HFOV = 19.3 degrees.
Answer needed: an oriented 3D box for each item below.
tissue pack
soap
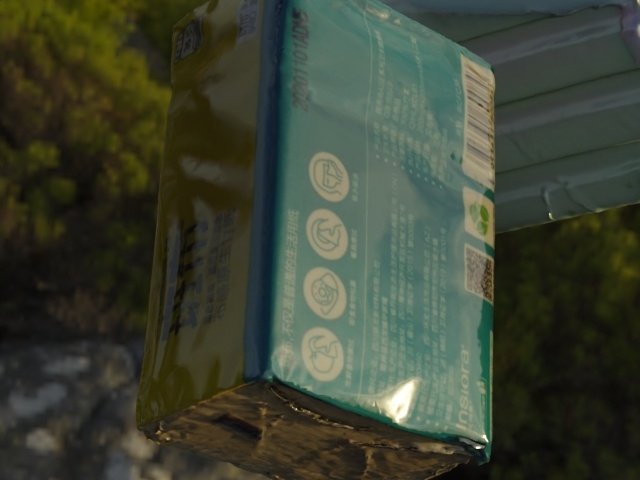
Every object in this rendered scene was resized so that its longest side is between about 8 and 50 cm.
[{"bbox_3d":[0.000,0.000,1.103,0.192,0.134,0.271,24,57,-35],"label":"tissue pack"},{"bbox_3d":[0.134,-0.140,1.660,0.446,0.261,0.156,-14,35,40],"label":"soap"}]
